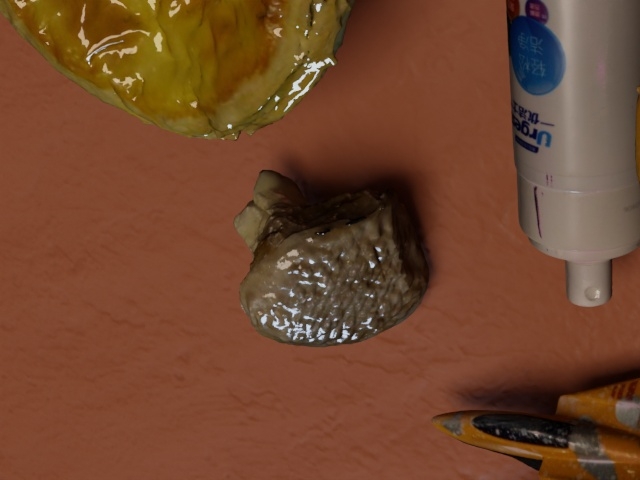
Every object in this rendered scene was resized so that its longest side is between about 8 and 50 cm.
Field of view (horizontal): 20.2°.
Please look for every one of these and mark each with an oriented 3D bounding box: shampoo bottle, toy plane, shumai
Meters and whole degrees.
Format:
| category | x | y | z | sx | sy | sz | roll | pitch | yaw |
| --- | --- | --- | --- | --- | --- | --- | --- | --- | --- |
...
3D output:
| category | x | y | z | sx | sy | sz | roll | pitch | yaw |
| --- | --- | --- | --- | --- | --- | --- | --- | --- | --- |
| shampoo bottle | 0.157 | -0.098 | 1.078 | 0.092 | 0.092 | 0.303 | 10 | 122 | 26 |
| toy plane | 0.210 | 0.145 | 1.183 | 0.103 | 0.204 | 0.316 | 29 | 161 | -38 |
| shumai | -0.004 | 0.002 | 1.233 | 0.116 | 0.145 | 0.145 | 60 | 142 | 39 |

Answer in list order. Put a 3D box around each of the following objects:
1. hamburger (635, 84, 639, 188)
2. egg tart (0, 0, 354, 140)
| category | x | y | z | sx | sy | sz | roll | pitch | yaw |
| --- | --- | --- | --- | --- | --- | --- | --- | --- | --- |
| hamburger | 0.315 | -0.064 | 0.960 | 0.318 | 0.158 | 0.318 | 14 | 122 | 24 |
| egg tart | -0.095 | -0.224 | 1.116 | 0.341 | 0.132 | 0.341 | 22 | 134 | 24 |
